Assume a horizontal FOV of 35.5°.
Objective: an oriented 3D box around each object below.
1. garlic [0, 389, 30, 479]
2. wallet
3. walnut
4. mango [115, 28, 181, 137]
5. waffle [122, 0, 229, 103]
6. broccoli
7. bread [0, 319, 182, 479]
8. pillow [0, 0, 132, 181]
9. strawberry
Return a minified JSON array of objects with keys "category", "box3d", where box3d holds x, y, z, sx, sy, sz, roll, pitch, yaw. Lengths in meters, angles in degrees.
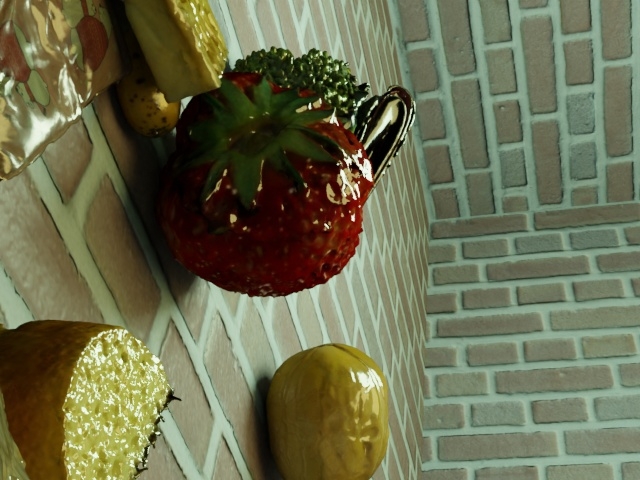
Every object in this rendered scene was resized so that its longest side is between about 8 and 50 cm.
[{"category":"garlic","box3d":[-0.232,0.090,0.483,0.245,0.160,0.245,165,-90,-78]},{"category":"wallet","box3d":[0.019,-0.094,1.462,0.071,0.221,0.262,34,68,-20]},{"category":"walnut","box3d":[0.012,0.260,1.446,0.193,0.193,0.226,-53,139,-72]},{"category":"mango","box3d":[-0.180,-0.162,1.033,0.079,0.057,0.114,-40,121,-67]},{"category":"waffle","box3d":[-0.153,-0.239,1.007,0.274,0.057,0.168,-100,165,-70]},{"category":"broccoli","box3d":[-0.070,-0.163,1.420,0.180,0.273,0.242,32,47,-15]},{"category":"bread","box3d":[-0.196,0.130,0.679,0.260,0.129,0.134,-78,151,-57]},{"category":"pillow","box3d":[-0.232,-0.156,0.820,0.248,0.049,0.135,-67,149,-57]},{"category":"strawberry","box3d":[-0.060,-0.043,1.125,0.288,0.238,0.250,90,16,-56]}]
